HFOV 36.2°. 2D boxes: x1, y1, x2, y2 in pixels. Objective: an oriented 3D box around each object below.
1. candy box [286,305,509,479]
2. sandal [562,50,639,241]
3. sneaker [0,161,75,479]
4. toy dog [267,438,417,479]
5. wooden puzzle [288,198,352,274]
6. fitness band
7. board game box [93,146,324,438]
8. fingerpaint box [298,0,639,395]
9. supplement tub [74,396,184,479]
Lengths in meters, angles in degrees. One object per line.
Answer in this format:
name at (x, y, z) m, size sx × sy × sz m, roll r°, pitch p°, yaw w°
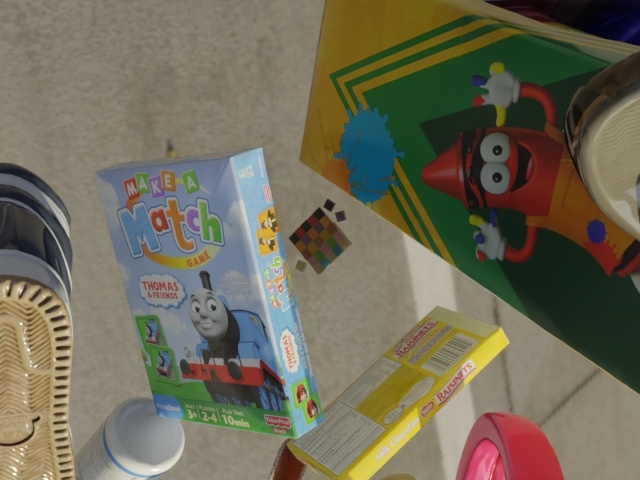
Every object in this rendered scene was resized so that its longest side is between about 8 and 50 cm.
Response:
candy box at (0.070, 0.142, 0.906) m, size 0.206 × 0.105 × 0.027 m, roll -40°, pitch 111°, yaw -16°
sandal at (0.155, 0.006, 0.354) m, size 0.219 × 0.090 × 0.060 m, roll 53°, pitch 18°, yaw -47°
sneaker at (-0.216, 0.081, 0.654) m, size 0.099 × 0.153 × 0.282 m, roll 2°, pitch 130°, yaw -22°
toy dog at (0.036, 0.283, 0.926) m, size 0.333 × 0.220 × 0.161 m, roll -10°, pitch 138°, yaw -55°
wooden puzzle at (0.000, 0.000, 0.973) m, size 0.049 × 0.083 × 0.006 m, roll 50°, pitch 28°, yaw 8°
fitness band at (0.141, 0.278, 0.795) m, size 0.209 × 0.054 × 0.291 m, roll -87°, pitch -176°, yaw -67°
board game box at (-0.088, 0.040, 0.751) m, size 0.039 × 0.160 × 0.211 m, roll -24°, pitch 107°, yaw -46°
fingerpaint box at (0.272, -0.074, 0.690) m, size 0.445 × 0.371 × 0.163 m, roll -5°, pitch 117°, yaw -33°
supplement tub at (-0.170, 0.189, 0.856) m, size 0.071 × 0.107 × 0.071 m, roll 20°, pitch 46°, yaw -22°
